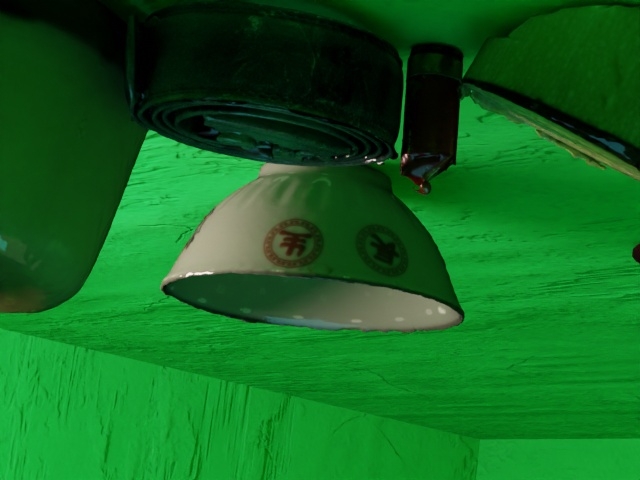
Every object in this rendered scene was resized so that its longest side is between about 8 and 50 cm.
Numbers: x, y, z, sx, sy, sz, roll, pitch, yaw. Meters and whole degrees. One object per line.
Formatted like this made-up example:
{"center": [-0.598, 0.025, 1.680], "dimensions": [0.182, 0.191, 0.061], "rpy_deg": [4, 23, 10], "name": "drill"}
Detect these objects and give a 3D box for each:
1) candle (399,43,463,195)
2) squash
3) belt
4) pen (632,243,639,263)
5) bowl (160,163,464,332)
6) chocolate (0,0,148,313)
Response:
{"center": [0.095, -0.102, 1.611], "dimensions": [0.052, 0.131, 0.052], "rpy_deg": [5, 166, 1], "name": "candle"}
{"center": [0.223, -0.131, 1.545], "dimensions": [0.220, 0.133, 0.220], "rpy_deg": [19, 179, 0], "name": "squash"}
{"center": [-0.052, -0.135, 1.584], "dimensions": [0.267, 0.116, 0.206], "rpy_deg": [14, 167, -40], "name": "belt"}
{"center": [0.442, 0.044, 2.329], "dimensions": [0.028, 0.028, 0.239], "rpy_deg": [0, 166, 30], "name": "pen"}
{"center": [0.000, 0.000, 2.074], "dimensions": [0.337, 0.158, 0.337], "rpy_deg": [6, 169, 1], "name": "bowl"}
{"center": [-0.317, -0.064, 1.661], "dimensions": [0.314, 0.297, 0.326], "rpy_deg": [7, 170, 24], "name": "chocolate"}
